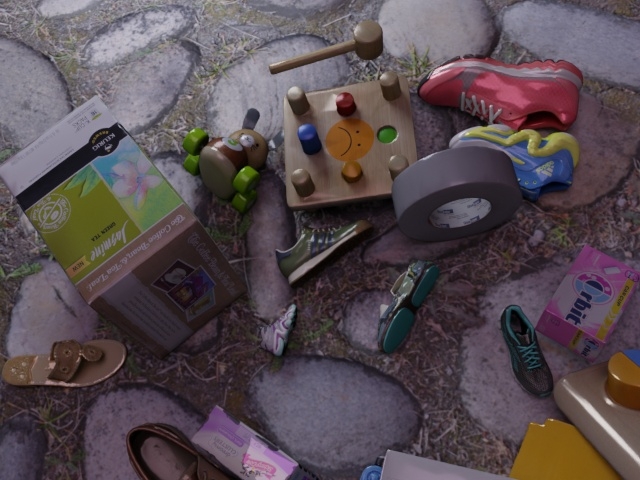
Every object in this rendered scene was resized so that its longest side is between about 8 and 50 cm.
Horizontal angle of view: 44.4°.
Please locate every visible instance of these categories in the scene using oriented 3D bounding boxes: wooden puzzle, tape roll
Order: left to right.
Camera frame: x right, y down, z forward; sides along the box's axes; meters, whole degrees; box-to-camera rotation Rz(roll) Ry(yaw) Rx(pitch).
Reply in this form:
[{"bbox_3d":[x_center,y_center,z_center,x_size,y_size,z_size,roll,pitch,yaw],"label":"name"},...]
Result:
[{"bbox_3d":[0.237,-0.077,1.373,0.219,0.219,0.072,-12,64,5],"label":"tape roll"},{"bbox_3d":[0.568,0.233,1.144,0.347,0.081,0.322,-20,29,-8],"label":"wooden puzzle"}]

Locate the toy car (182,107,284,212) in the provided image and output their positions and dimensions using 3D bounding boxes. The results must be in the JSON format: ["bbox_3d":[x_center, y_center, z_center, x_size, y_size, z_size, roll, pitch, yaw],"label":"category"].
[{"bbox_3d":[-0.151,-0.180,1.540,0.155,0.149,0.188,37,65,10],"label":"toy car"}]

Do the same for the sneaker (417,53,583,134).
[{"bbox_3d":[0.340,-0.269,1.495,0.313,0.116,0.136,2,69,11],"label":"sneaker"}]

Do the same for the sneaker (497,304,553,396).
[{"bbox_3d":[0.343,0.182,1.321,0.065,0.076,0.167,-22,65,1],"label":"sneaker"}]

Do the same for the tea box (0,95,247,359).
[{"bbox_3d":[-0.336,-0.011,1.386,0.220,0.329,0.323,-39,66,-8],"label":"tea box"}]

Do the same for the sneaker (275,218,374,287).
[{"bbox_3d":[0.000,0.000,1.466,0.192,0.064,0.086,-36,71,-3],"label":"sneaker"}]

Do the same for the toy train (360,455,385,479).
[{"bbox_3d":[0.098,0.444,1.256,0.105,0.080,0.184,20,69,8],"label":"toy train"}]

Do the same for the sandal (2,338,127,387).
[{"bbox_3d":[-0.485,0.225,1.449,0.240,0.079,0.088,-9,66,6],"label":"sandal"}]

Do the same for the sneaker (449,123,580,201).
[{"bbox_3d":[0.358,-0.141,1.450,0.240,0.091,0.126,1,68,10],"label":"sneaker"}]

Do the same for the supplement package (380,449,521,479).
[{"bbox_3d":[0.207,0.405,1.132,0.244,0.139,0.134,9,67,17],"label":"supplement package"}]

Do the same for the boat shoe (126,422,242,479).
[{"bbox_3d":[-0.205,0.416,1.296,0.324,0.116,0.123,30,75,20],"label":"boat shoe"}]

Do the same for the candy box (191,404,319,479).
[{"bbox_3d":[-0.099,0.354,1.260,0.164,0.196,0.070,31,76,20],"label":"candy box"}]

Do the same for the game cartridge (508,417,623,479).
[{"bbox_3d":[0.391,0.448,1.150,0.285,0.052,0.324,13,70,41],"label":"game cartridge"}]

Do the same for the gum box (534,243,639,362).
[{"bbox_3d":[0.453,0.099,1.316,0.107,0.062,0.188,30,54,19],"label":"gum box"}]

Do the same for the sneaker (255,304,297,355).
[{"bbox_3d":[-0.085,0.156,1.430,0.069,0.038,0.098,15,70,15],"label":"sneaker"}]

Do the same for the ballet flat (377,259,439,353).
[{"bbox_3d":[0.144,0.115,1.402,0.070,0.070,0.188,30,73,20],"label":"ballet flat"}]

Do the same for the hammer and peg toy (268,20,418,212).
[{"bbox_3d":[0.046,-0.235,1.527,0.265,0.127,0.361,-8,66,9],"label":"hammer and peg toy"}]
